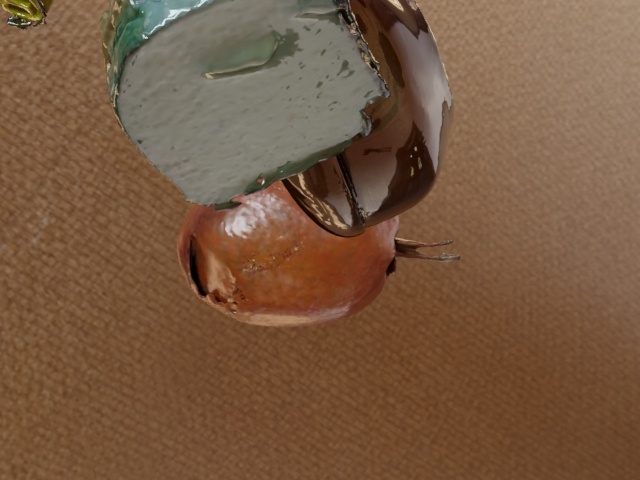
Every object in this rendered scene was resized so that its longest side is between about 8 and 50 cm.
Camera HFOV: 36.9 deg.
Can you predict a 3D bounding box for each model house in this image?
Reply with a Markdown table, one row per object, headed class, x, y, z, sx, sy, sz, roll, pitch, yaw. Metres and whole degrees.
| class | x | y | z | sx | sy | sz | roll | pitch | yaw |
| --- | --- | --- | --- | --- | --- | --- | --- | --- | --- |
| model house | -0.050 | -0.119 | 0.467 | 0.119 | 0.148 | 0.148 | -23 | 151 | 9 |

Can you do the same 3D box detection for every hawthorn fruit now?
| class | x | y | z | sx | sy | sz | roll | pitch | yaw |
| --- | --- | --- | --- | --- | --- | --- | --- | --- | --- |
| hawthorn fruit | 0.000 | 0.000 | 1.034 | 0.299 | 0.211 | 0.211 | 11 | 96 | 13 |

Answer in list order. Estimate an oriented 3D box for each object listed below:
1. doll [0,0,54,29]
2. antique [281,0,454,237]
| class | x | y | z | sx | sy | sz | roll | pitch | yaw |
| --- | --- | --- | --- | --- | --- | --- | --- | --- | --- |
| doll | -0.154 | -0.233 | 0.572 | 0.221 | 0.135 | 0.143 | -62 | 153 | -21 |
| antique | 0.004 | -0.118 | 0.683 | 0.129 | 0.278 | 0.223 | -27 | 95 | -1 |
